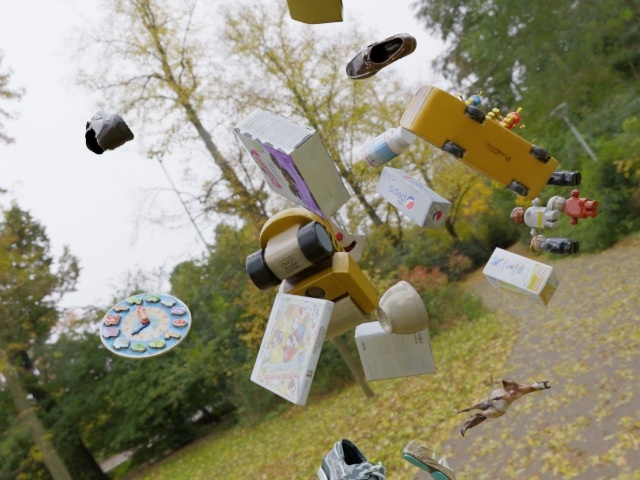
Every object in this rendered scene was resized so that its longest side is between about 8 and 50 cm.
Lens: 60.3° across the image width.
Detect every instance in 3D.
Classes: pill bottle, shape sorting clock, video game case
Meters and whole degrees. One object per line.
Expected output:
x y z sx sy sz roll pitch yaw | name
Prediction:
0.214 -0.298 1.735 0.087 0.087 0.160 -20 -4 -46 | pill bottle
-0.408 0.194 1.291 0.206 0.206 0.040 -24 -46 -28 | shape sorting clock
-0.065 0.217 1.158 0.026 0.206 0.227 22 -12 -28 | video game case

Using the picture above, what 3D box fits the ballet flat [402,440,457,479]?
0.341 0.669 1.646 0.067 0.206 0.073 -55 5 -36 | ballet flat

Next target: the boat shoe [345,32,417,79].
0.142 -0.470 1.406 0.207 0.073 0.073 -20 5 38 | boat shoe

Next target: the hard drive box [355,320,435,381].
0.248 0.356 1.823 0.232 0.181 0.089 -10 21 12 | hard drive box

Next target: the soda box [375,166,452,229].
0.304 -0.144 1.837 0.091 0.286 0.098 4 -64 -32 | soda box

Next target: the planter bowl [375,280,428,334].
0.232 0.216 1.661 0.109 0.162 0.162 -22 -10 -17 | planter bowl

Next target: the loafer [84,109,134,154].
-0.458 -0.221 1.144 0.078 0.080 0.220 -40 24 -22 | loafer

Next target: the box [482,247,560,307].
0.658 0.120 1.808 0.103 0.203 0.114 -57 -45 -9 | box

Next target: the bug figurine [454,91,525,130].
0.435 -0.327 1.577 0.216 0.072 0.279 -39 34 4 | bug figurine

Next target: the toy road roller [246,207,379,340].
-0.014 0.062 1.377 0.203 0.329 0.240 -28 27 19 | toy road roller

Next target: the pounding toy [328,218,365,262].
0.000 0.000 1.814 0.270 0.154 0.155 8 -15 -35 | pounding toy

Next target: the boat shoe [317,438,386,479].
0.076 0.472 1.093 0.099 0.116 0.319 -60 9 -13 | boat shoe

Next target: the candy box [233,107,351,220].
-0.054 -0.144 1.025 0.070 0.196 0.165 -44 -48 -14 | candy box

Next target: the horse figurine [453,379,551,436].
0.489 0.453 1.539 0.175 0.066 0.263 7 -48 -33 | horse figurine

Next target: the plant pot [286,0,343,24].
-0.012 -0.385 0.860 0.083 0.081 0.081 -8 38 9 | plant pot

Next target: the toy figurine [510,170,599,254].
0.640 -0.079 1.528 0.148 0.213 0.209 14 69 54 | toy figurine

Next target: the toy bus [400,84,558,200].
0.349 -0.213 1.215 0.108 0.333 0.130 -61 15 11 | toy bus
